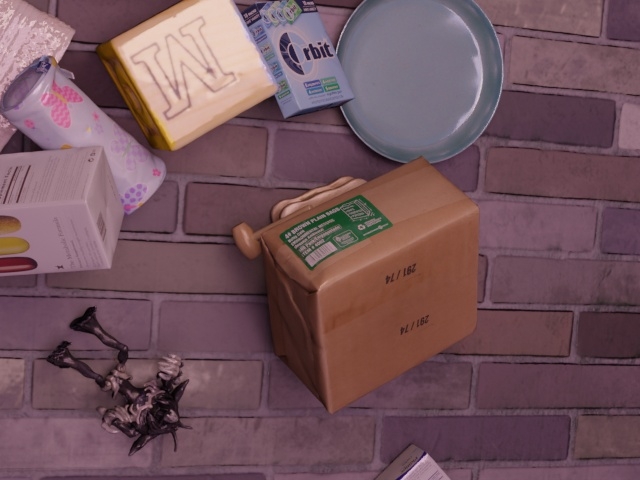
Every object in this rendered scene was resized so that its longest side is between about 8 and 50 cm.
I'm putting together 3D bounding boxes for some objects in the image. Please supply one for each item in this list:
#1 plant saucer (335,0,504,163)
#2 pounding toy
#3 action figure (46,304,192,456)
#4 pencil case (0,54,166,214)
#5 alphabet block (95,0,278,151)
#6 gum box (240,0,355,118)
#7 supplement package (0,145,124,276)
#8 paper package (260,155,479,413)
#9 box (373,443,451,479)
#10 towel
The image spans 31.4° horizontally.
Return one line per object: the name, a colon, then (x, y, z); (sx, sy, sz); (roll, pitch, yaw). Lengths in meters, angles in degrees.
plant saucer: (0.167, -0.292, 1.980); (0.317, 0.044, 0.317); (-2, 96, -17)
pounding toy: (0.000, 0.000, 1.900); (0.269, 0.155, 0.154); (-22, 102, -12)
action figure: (-0.304, 0.241, 1.839); (0.275, 0.141, 0.164); (43, 71, -16)
pencil case: (-0.364, -0.160, 1.759); (0.113, 0.124, 0.273); (-27, 124, 29)
alphabet block: (-0.211, -0.268, 1.783); (0.197, 0.192, 0.193); (-32, 103, -13)
gum box: (-0.035, -0.298, 1.848); (0.157, 0.041, 0.184); (-20, 86, -52)
supplement package: (-0.435, -0.040, 1.697); (0.244, 0.134, 0.139); (-5, 132, 8)
paper package: (0.088, 0.070, 1.846); (0.325, 0.168, 0.309); (-26, 135, -23)
box: (0.174, 0.461, 2.053); (0.126, 0.072, 0.137); (-43, 108, -9)
towel: (-0.528, -0.257, 1.754); (0.187, 0.049, 0.282); (32, 86, -20)
